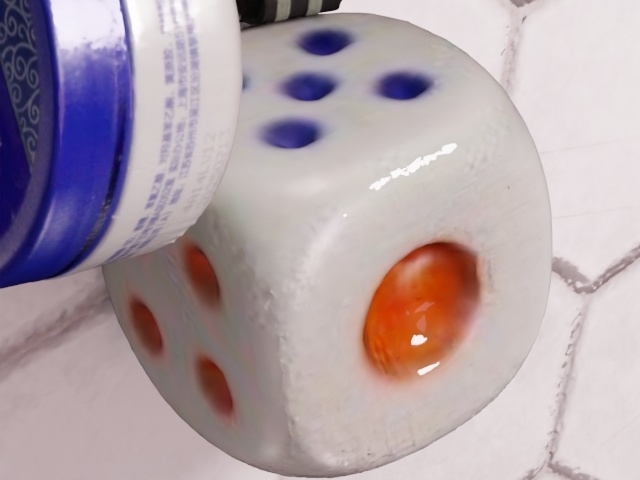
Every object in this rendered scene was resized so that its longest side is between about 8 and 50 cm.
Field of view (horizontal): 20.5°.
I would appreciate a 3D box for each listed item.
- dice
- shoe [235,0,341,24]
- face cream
[{"bbox_3d":[0.000,0.000,0.960,0.194,0.192,0.193,-27,127,-27],"label":"dice"},{"bbox_3d":[0.006,-0.159,0.973,0.179,0.049,0.071,-19,124,-31],"label":"shoe"},{"bbox_3d":[-0.128,-0.085,0.793,0.111,0.206,0.206,-10,120,-40],"label":"face cream"}]
